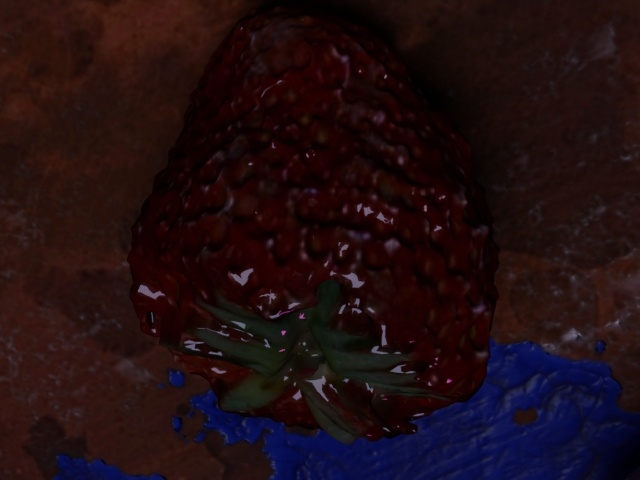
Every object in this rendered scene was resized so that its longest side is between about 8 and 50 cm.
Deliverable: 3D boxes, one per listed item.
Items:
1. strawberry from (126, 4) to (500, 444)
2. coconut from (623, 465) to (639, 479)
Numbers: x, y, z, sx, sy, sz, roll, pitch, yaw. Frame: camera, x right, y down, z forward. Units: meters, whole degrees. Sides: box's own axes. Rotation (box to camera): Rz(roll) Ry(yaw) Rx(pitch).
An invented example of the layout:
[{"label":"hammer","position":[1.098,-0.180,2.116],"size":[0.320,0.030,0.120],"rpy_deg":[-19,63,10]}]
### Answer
[{"label":"strawberry","position":[0.001,-0.002,1.078],"size":[0.261,0.258,0.261],"rpy_deg":[10,147,7]},{"label":"coconut","position":[0.327,0.263,1.106],"size":[0.297,0.297,0.255],"rpy_deg":[-21,115,19]}]
